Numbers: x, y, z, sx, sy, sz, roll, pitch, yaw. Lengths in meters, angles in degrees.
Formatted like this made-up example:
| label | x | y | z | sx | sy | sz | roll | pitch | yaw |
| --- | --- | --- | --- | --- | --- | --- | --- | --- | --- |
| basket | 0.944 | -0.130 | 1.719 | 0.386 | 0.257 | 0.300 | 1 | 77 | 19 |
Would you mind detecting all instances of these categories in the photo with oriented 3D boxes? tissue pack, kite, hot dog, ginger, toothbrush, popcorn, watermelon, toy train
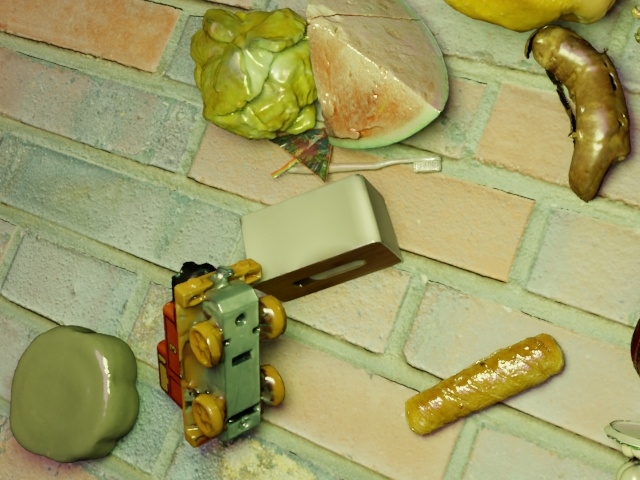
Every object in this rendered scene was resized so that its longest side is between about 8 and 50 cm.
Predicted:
| label | x | y | z | sx | sy | sz | roll | pitch | yaw |
| --- | --- | --- | --- | --- | --- | --- | --- | --- | --- |
| tissue pack | -0.001 | -0.001 | 1.431 | 0.246 | 0.159 | 0.136 | -21 | 68 | 16 |
| kite | -0.034 | -0.174 | 1.550 | 0.159 | 0.010 | 0.190 | -46 | 52 | -8 |
| hot dog | 0.268 | 0.243 | 1.320 | 0.286 | 0.061 | 0.088 | -34 | 79 | 12 |
| ginger | 0.449 | -0.231 | 1.344 | 0.133 | 0.107 | 0.309 | -17 | 73 | 9 |
| toothbrush | 0.079 | -0.137 | 1.506 | 0.307 | 0.025 | 0.029 | -1 | 84 | 20 |
| popcorn | -0.133 | -0.322 | 1.526 | 0.276 | 0.225 | 0.276 | -7 | 47 | 8 |
| watermelon | 0.064 | -0.323 | 1.482 | 0.319 | 0.292 | 0.222 | 28 | 130 | -8 |
| toy train | -0.187 | 0.199 | 1.386 | 0.232 | 0.163 | 0.369 | 28 | 127 | 41 |

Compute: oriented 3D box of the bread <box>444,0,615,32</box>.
| label | x | y | z | sx | sy | sz | roll | pitch | yaw |
| --- | --- | --- | --- | --- | --- | --- | --- | --- | --- |
| bread | 0.360 | -0.540 | 1.336 | 0.361 | 0.250 | 0.394 | 28 | 81 | 38 |

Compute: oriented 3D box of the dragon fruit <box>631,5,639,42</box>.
| label | x | y | z | sx | sy | sz | roll | pitch | yaw |
| --- | --- | --- | --- | --- | --- | --- | --- | --- | --- |
| dragon fruit | 0.598 | -0.389 | 1.302 | 0.166 | 0.160 | 0.172 | 20 | 88 | -18 |

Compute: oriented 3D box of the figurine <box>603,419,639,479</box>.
| label | x | y | z | sx | sy | sz | roll | pitch | yaw |
| --- | --- | --- | --- | --- | --- | --- | --- | --- | --- |
| figurine | 0.479 | 0.359 | 1.185 | 0.132 | 0.132 | 0.153 | 9 | 94 | 23 |

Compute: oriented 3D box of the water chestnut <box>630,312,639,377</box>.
| label | x | y | z | sx | sy | sz | roll | pitch | yaw |
| --- | --- | --- | --- | --- | --- | --- | --- | --- | --- |
| water chestnut | 0.579 | 0.152 | 1.159 | 0.224 | 0.238 | 0.223 | 12 | 122 | 20 |

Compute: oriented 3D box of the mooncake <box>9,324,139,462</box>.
| label | x | y | z | sx | sy | sz | roll | pitch | yaw |
| --- | --- | --- | --- | --- | --- | --- | --- | --- | --- |
| mooncake | -0.475 | 0.299 | 1.552 | 0.275 | 0.135 | 0.275 | -4 | 79 | 21 |
